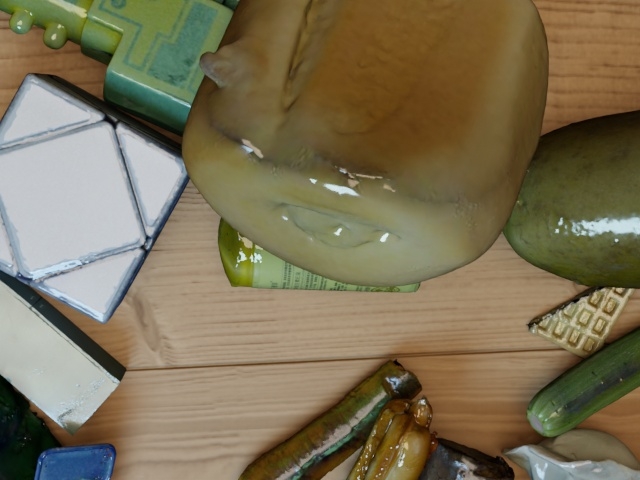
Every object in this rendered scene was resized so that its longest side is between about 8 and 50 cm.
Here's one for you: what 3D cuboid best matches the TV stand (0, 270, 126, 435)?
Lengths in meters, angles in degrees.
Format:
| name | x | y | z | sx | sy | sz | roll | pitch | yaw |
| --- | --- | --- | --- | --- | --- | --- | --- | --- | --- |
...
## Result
| name | x | y | z | sx | sy | sz | roll | pitch | yaw |
| --- | --- | --- | --- | --- | --- | --- | --- | --- | --- |
| TV stand | -0.359 | 0.101 | 1.546 | 0.269 | 0.083 | 0.088 | 42 | 94 | -7 |

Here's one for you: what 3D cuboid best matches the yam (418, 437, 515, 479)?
| name | x | y | z | sx | sy | sz | roll | pitch | yaw |
| --- | --- | --- | --- | --- | --- | --- | --- | --- | --- |
| yam | 0.147 | 0.384 | 1.587 | 0.131 | 0.131 | 0.279 | 16 | 93 | -5 |

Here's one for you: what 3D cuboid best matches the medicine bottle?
| name | x | y | z | sx | sy | sz | roll | pitch | yaw |
| --- | --- | --- | --- | --- | --- | --- | --- | --- | --- |
| medicine bottle | 0.000 | 0.000 | 1.541 | 0.239 | 0.124 | 0.124 | 3 | 95 | -4 |

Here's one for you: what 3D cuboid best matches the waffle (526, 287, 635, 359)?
| name | x | y | z | sx | sy | sz | roll | pitch | yaw |
| --- | --- | --- | --- | --- | --- | --- | --- | --- | --- |
| waffle | 0.331 | 0.067 | 1.617 | 0.097 | 0.023 | 0.152 | 30 | 94 | -7 |

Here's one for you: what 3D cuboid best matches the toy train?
| name | x | y | z | sx | sy | sz | roll | pitch | yaw |
| --- | --- | --- | --- | --- | --- | --- | --- | --- | --- |
| toy train | -0.259 | -0.290 | 1.455 | 0.369 | 0.150 | 0.237 | 23 | 75 | -3 |

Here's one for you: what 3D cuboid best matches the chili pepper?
| name | x | y | z | sx | sy | sz | roll | pitch | yaw |
| --- | --- | --- | --- | --- | --- | --- | --- | --- | --- |
| chili pepper | -0.394 | 0.237 | 1.538 | 0.148 | 0.116 | 0.264 | -31 | 98 | -5 |

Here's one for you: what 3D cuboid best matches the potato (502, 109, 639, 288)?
| name | x | y | z | sx | sy | sz | roll | pitch | yaw |
| --- | --- | --- | --- | --- | --- | --- | --- | --- | --- |
| potato | 0.386 | -0.050 | 1.508 | 0.359 | 0.270 | 0.219 | -1 | 92 | 20 |

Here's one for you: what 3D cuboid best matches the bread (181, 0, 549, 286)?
| name | x | y | z | sx | sy | sz | roll | pitch | yaw |
| --- | --- | --- | --- | --- | --- | --- | --- | --- | --- |
| bread | 0.060 | -0.143 | 1.412 | 0.348 | 0.253 | 0.376 | 17 | 60 | 5 |

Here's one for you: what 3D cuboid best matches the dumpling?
| name | x | y | z | sx | sy | sz | roll | pitch | yaw |
| --- | --- | --- | --- | --- | --- | --- | --- | --- | --- |
| dumpling | 0.333 | 0.285 | 1.580 | 0.229 | 0.151 | 0.124 | 17 | 68 | -4 |

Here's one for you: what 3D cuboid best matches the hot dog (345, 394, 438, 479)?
| name | x | y | z | sx | sy | sz | roll | pitch | yaw |
| --- | --- | --- | --- | --- | --- | --- | --- | --- | --- |
| hot dog | 0.076 | 0.286 | 1.559 | 0.076 | 0.102 | 0.249 | 19 | 116 | -12 |

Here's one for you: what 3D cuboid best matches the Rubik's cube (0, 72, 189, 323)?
| name | x | y | z | sx | sy | sz | roll | pitch | yaw |
| --- | --- | --- | --- | --- | --- | --- | --- | --- | --- |
| Rubik's cube | -0.270 | -0.052 | 1.474 | 0.207 | 0.205 | 0.205 | 30 | 93 | -7 |

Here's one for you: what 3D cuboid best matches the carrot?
| name | x | y | z | sx | sy | sz | roll | pitch | yaw |
| --- | --- | --- | --- | --- | --- | --- | --- | --- | --- |
| carrot | 0.009 | 0.237 | 1.593 | 0.260 | 0.070 | 0.070 | -39 | 97 | -1 |

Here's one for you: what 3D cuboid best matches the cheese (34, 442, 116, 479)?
| name | x | y | z | sx | sy | sz | roll | pitch | yaw |
| --- | --- | --- | --- | --- | --- | --- | --- | --- | --- |
| cheese | -0.308 | 0.376 | 1.536 | 0.204 | 0.083 | 0.320 | 0 | 117 | -34 |

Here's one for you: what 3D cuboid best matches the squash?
| name | x | y | z | sx | sy | sz | roll | pitch | yaw |
| --- | --- | --- | --- | --- | --- | --- | --- | --- | --- |
| squash | 0.350 | 0.162 | 1.591 | 0.229 | 0.066 | 0.066 | -30 | 97 | -14 |
